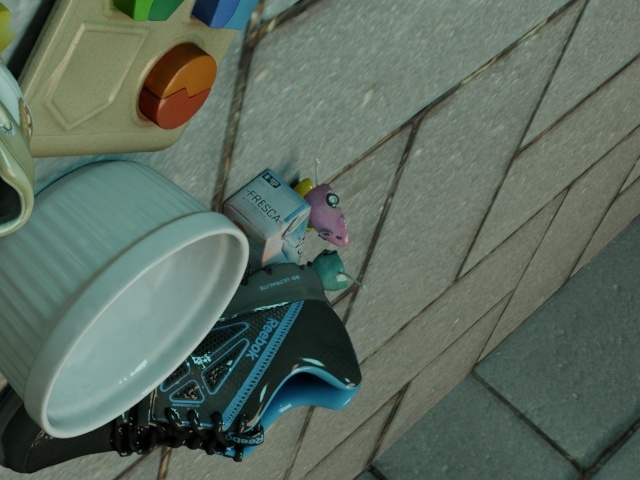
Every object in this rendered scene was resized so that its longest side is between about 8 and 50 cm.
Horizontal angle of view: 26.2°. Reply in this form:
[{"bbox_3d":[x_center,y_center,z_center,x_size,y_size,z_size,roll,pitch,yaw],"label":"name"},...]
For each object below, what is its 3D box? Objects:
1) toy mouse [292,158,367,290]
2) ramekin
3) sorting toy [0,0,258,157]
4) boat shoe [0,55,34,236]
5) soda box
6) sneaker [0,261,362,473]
[{"bbox_3d":[0.000,0.000,1.314,0.031,0.143,0.161,-18,146,-18],"label":"toy mouse"},{"bbox_3d":[-0.163,0.036,1.028,0.207,0.109,0.207,-42,162,-17],"label":"ramekin"},{"bbox_3d":[-0.125,-0.135,0.862,0.229,0.041,0.307,-55,162,20],"label":"sorting toy"},{"bbox_3d":[-0.214,-0.090,0.494,0.113,0.103,0.302,-48,140,9],"label":"boat shoe"},{"bbox_3d":[-0.058,0.014,1.322,0.063,0.058,0.183,-39,161,-27],"label":"soda box"},{"bbox_3d":[-0.122,0.134,1.213,0.340,0.140,0.125,-23,154,-20],"label":"sneaker"}]
